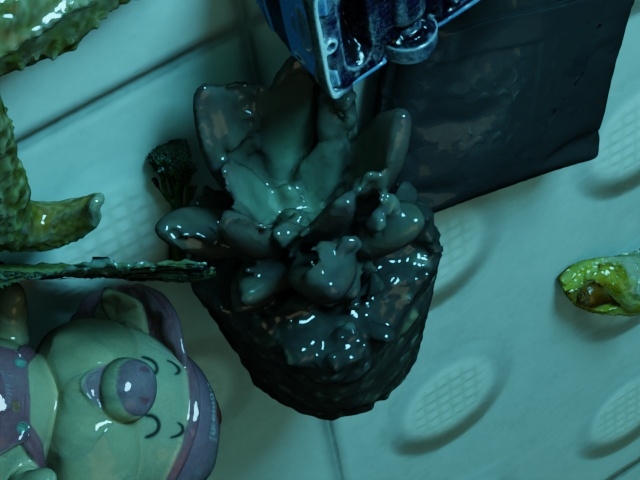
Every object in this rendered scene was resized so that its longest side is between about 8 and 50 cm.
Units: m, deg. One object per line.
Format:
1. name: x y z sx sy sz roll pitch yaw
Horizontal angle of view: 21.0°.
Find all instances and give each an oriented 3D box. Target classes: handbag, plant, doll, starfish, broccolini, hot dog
1. handbag: 0.155 -0.136 1.419 0.247 0.080 0.223 -19 138 -29
2. plant: 0.000 0.000 1.326 0.194 0.182 0.320 -52 159 -21
3. doll: -0.192 0.126 1.295 0.256 0.152 0.196 6 91 -32
4. starfish: -0.195 -0.154 1.082 0.324 0.082 0.432 1 126 -41
5. broccolini: -0.115 -0.023 1.339 0.035 0.030 0.140 -17 143 -20
6. hot dog: 0.318 0.047 1.779 0.169 0.061 0.078 -12 137 -34

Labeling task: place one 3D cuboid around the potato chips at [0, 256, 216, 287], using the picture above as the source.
1. potato chips: -0.190 0.022 1.195 0.220 0.202 0.029 3 89 -42

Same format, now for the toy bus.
1. toy bus: 0.060 -0.216 1.199 0.234 0.133 0.116 -35 146 -18
